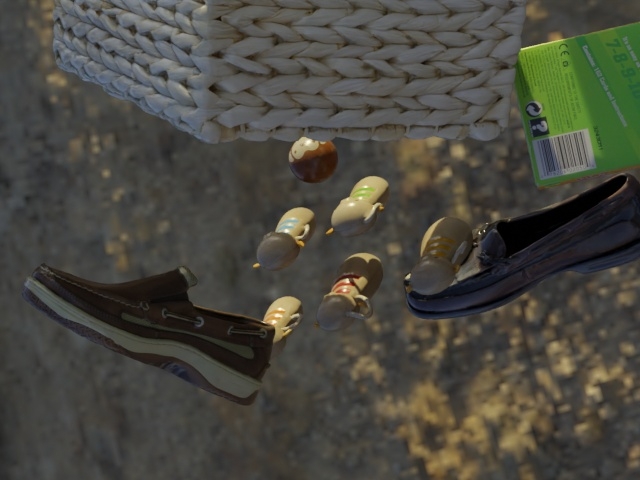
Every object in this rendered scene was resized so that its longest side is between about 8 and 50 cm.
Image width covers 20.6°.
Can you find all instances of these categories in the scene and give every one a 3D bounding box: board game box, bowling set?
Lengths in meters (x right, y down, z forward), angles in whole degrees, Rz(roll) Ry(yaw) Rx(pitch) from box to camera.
[{"bbox_3d":[0.304,-0.133,1.537,0.039,0.259,0.124,18,-120,-79],"label":"board game box"},{"bbox_3d":[0.000,0.000,1.875,0.287,0.154,0.200,-29,101,22],"label":"bowling set"}]

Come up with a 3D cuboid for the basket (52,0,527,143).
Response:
[{"bbox_3d":[-0.033,-0.244,1.477,0.331,0.328,0.266,29,116,54],"label":"basket"}]

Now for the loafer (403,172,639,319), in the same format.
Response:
[{"bbox_3d":[0.230,-0.001,1.994,0.109,0.302,0.095,-94,-17,-53],"label":"loafer"}]

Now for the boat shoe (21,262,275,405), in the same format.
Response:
[{"bbox_3d":[-0.152,0.063,1.621,0.095,0.257,0.095,25,88,56],"label":"boat shoe"}]
